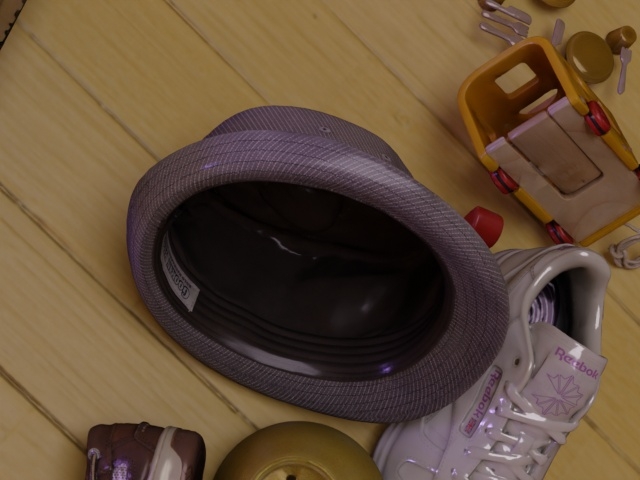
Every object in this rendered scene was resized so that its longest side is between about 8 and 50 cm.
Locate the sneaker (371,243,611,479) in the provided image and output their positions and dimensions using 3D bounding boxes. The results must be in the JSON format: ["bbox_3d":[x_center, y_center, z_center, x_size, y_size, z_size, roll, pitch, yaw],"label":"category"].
[{"bbox_3d":[0.129,0.131,1.092,0.114,0.152,0.305,27,71,-17],"label":"sneaker"}]

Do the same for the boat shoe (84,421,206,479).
[{"bbox_3d":[-0.150,0.249,0.996,0.095,0.095,0.257,11,74,5],"label":"boat shoe"}]

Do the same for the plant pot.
[{"bbox_3d":[-0.016,0.188,1.024,0.134,0.095,0.134,0,77,0],"label":"plant pot"}]

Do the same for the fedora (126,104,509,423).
[{"bbox_3d":[0.000,0.000,1.056,0.275,0.244,0.124,21,42,-8],"label":"fedora"}]

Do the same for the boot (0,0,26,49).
[{"bbox_3d":[-0.335,-0.212,1.016,0.269,0.089,0.236,30,58,-14],"label":"boot"}]

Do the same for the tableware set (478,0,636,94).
[{"bbox_3d":[0.203,-0.191,1.267,0.154,0.024,0.104,21,68,-16],"label":"tableware set"}]

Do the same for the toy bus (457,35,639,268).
[{"bbox_3d":[0.197,-0.076,1.188,0.191,0.202,0.104,-3,49,-16],"label":"toy bus"}]
